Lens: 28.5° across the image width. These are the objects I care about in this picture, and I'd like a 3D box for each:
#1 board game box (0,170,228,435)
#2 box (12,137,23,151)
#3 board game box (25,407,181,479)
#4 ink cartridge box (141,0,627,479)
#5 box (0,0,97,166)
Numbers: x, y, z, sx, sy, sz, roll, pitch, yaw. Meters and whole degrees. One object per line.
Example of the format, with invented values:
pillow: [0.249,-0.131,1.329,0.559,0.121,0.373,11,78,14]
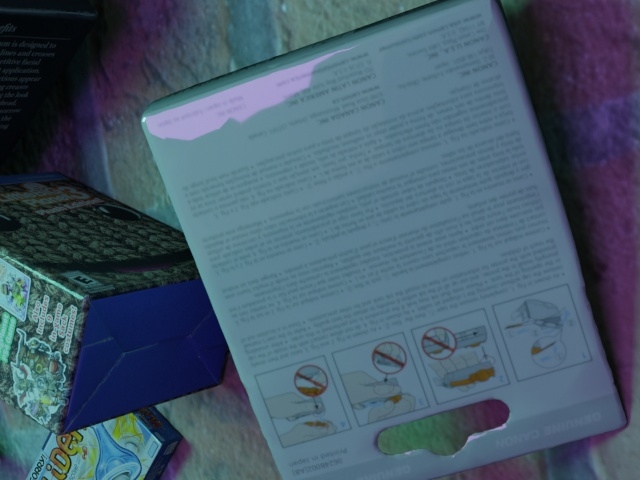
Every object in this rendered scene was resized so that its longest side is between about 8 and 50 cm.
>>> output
board game box: [-0.265,0.049,1.266,0.291,0.232,0.141,24,109,30]
box: [-0.459,-0.175,1.477,0.231,0.056,0.183,-7,92,36]
board game box: [-0.247,0.250,1.404,0.136,0.035,0.201,41,118,23]
ink cartridge box: [0.060,0.014,1.077,0.308,0.091,0.385,-17,104,12]
box: [-0.474,-0.192,1.321,0.293,0.212,0.395,50,119,19]
